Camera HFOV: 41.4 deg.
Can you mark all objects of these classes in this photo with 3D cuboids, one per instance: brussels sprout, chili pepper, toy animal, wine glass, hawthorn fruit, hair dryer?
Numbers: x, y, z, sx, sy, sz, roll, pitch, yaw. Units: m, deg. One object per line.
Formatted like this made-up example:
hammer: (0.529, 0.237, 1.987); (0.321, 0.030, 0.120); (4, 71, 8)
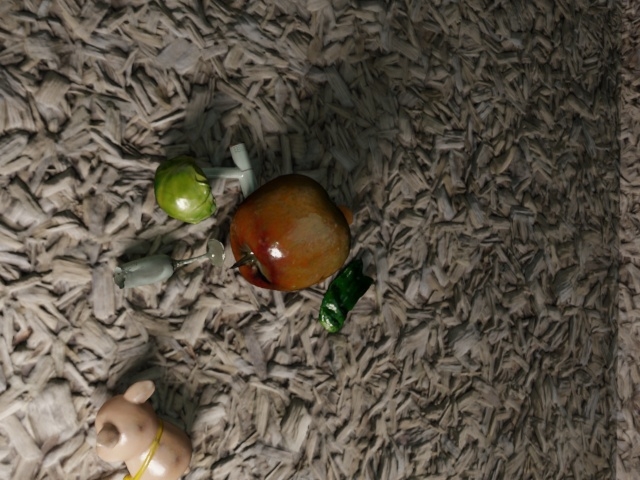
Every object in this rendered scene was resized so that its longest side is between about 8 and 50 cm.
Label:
brussels sprout: (-0.309, -0.107, 1.900); (0.122, 0.151, 0.149); (-21, 122, -12)
chili pepper: (0.067, 0.135, 2.190); (0.098, 0.061, 0.224); (45, 58, -14)
toy animal: (-0.362, 0.420, 1.736); (0.248, 0.149, 0.165); (54, 37, -31)
wine glass: (-0.339, 0.055, 1.875); (0.262, 0.074, 0.074); (-15, 90, -39)
hawthorn fruit: (-0.090, -0.006, 1.972); (0.301, 0.268, 0.267); (-29, 99, -19)
hair dryer: (-0.237, -0.144, 2.024); (0.183, 0.044, 0.155); (-19, 92, -35)

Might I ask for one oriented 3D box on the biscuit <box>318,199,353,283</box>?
biscuit: (0.000, 0.000, 2.181); (0.165, 0.036, 0.250); (31, 59, -29)
